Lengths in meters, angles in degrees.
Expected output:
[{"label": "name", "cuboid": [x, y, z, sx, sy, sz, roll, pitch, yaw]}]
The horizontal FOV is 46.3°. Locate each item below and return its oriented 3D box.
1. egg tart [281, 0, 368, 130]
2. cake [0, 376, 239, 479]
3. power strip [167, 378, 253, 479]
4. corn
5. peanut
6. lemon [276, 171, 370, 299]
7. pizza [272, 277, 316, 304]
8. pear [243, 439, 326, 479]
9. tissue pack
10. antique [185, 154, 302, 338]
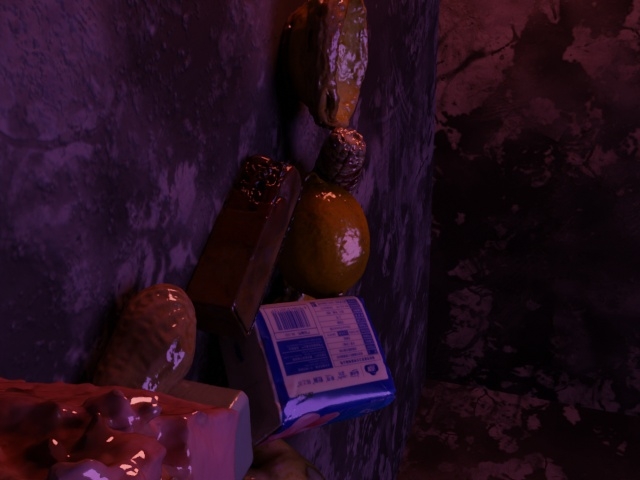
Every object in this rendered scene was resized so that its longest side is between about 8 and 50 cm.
[{"label": "egg tart", "cuboid": [0.006, -0.348, 1.391, 0.294, 0.123, 0.294, 8, 90, -76]}, {"label": "cake", "cuboid": [-0.234, 0.237, 0.524, 0.307, 0.314, 0.293, 23, 74, -71]}, {"label": "power strip", "cuboid": [-0.194, 0.300, 0.968, 0.224, 0.140, 0.139, -55, 150, -58]}, {"label": "corn", "cuboid": [0.029, -0.135, 1.469, 0.290, 0.098, 0.098, 110, -4, -65]}, {"label": "peanut", "cuboid": [-0.213, 0.153, 0.899, 0.095, 0.108, 0.226, 62, 40, -49]}, {"label": "lemon", "cuboid": [0.000, 0.000, 1.391, 0.188, 0.188, 0.257, -16, 99, -72]}, {"label": "pizza", "cuboid": [-0.042, 0.108, 1.521, 0.287, 0.075, 0.280, -25, 117, -68]}, {"label": "pear", "cuboid": [-0.099, 0.448, 1.216, 0.271, 0.271, 0.271, 7, 90, -73]}, {"label": "tissue pack", "cuboid": [-0.023, 0.211, 1.267, 0.269, 0.137, 0.209, -3, 67, -43]}, {"label": "antique", "cuboid": [-0.115, -0.003, 1.193, 0.093, 0.087, 0.310, 73, 30, -52]}]
